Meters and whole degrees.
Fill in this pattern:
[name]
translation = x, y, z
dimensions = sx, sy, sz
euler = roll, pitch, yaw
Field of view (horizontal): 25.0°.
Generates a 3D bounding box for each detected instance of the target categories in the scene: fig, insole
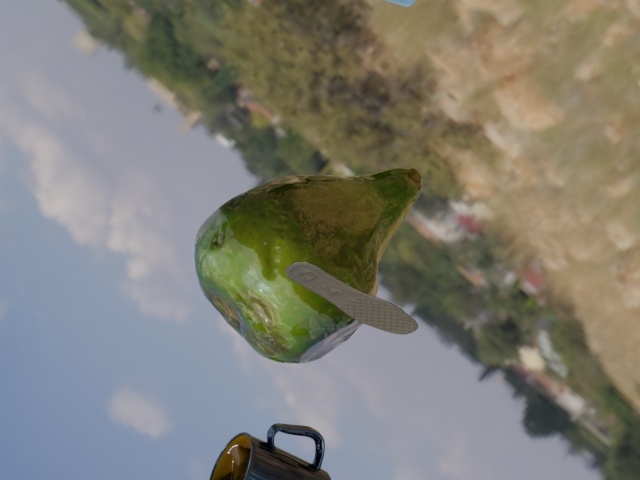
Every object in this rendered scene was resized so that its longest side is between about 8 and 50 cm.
[fig]
translation = 0.000, 0.000, 1.609
dimensions = 0.206, 0.275, 0.206
euler = 41, 159, 20
[insole]
translation = 0.027, 0.051, 1.235
dimensions = 0.135, 0.045, 0.002
euler = 30, -130, -26

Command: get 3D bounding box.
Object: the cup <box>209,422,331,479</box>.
[cup]
translation = -0.058, 0.330, 1.972
dimensions = 0.138, 0.150, 0.113
euler = 27, -150, -23

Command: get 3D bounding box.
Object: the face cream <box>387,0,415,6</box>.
[face cream]
translation = 0.006, -0.354, 1.758
dimensions = 0.250, 0.077, 0.077
euler = 13, -169, -19
